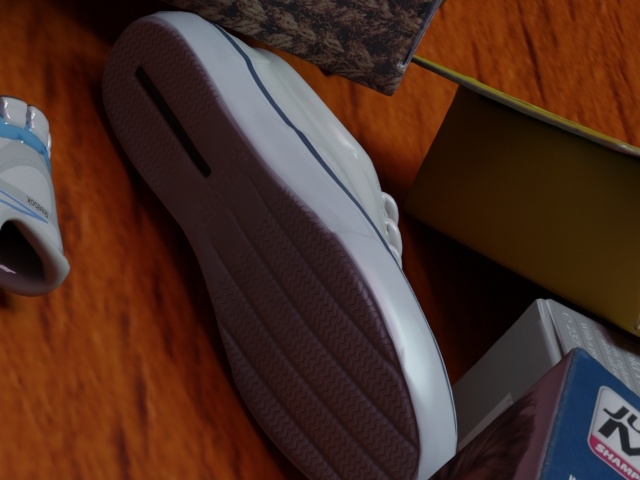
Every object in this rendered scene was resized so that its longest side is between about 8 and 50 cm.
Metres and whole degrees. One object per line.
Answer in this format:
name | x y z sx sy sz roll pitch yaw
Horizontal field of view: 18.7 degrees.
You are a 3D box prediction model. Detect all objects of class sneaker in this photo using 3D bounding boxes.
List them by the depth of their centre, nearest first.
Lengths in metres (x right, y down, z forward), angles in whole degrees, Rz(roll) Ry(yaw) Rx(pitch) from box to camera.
sneaker | -0.159 -0.013 0.689 0.191 0.071 0.083 4 56 -48
sneaker | 0.000 0.000 0.837 0.091 0.094 0.258 1 52 -44

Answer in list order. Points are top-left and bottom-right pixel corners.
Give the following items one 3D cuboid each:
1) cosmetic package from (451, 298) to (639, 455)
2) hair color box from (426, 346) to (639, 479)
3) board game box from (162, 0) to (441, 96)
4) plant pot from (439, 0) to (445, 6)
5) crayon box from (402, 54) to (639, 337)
cosmetic package | 0.168 0.136 0.873 0.238 0.107 0.127 21 35 -30
hair color box | 0.032 0.197 0.565 0.105 0.174 0.347 40 31 -7
board game box | 0.037 -0.260 0.922 0.141 0.232 0.291 23 43 -4
plant pot | 0.030 -0.146 1.066 0.081 0.081 0.083 54 23 14
crayon box | 0.185 0.012 0.973 0.318 0.081 0.202 23 5 -33
